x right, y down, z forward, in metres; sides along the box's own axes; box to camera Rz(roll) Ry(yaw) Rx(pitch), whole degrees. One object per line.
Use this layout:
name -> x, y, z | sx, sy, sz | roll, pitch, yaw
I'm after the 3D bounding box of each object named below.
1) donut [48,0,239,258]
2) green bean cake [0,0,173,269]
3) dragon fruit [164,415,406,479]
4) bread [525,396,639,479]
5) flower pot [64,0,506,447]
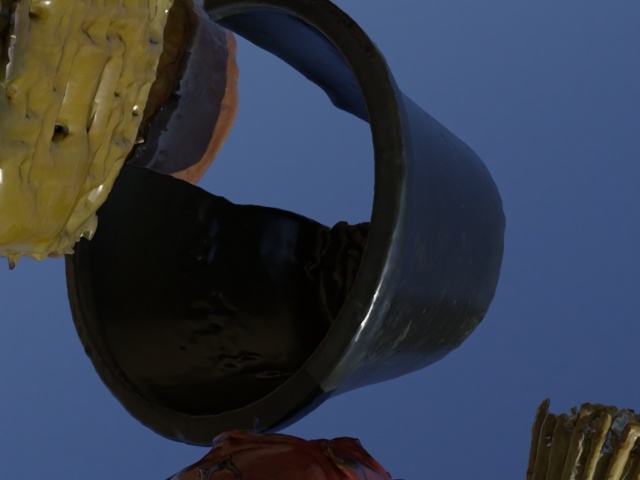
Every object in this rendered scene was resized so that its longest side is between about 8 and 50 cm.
donut -> -0.231, -0.142, 2.003 | 0.299, 0.317, 0.150 | -6, 164, 13
green bean cake -> -0.174, -0.101, 1.065 | 0.131, 0.229, 0.224 | 20, -173, 15
dragon fruit -> -0.023, 0.247, 1.429 | 0.241, 0.241, 0.252 | -12, -158, 37
bread -> 0.320, 0.240, 1.924 | 0.274, 0.274, 0.149 | 20, -93, 61
flower pot -> 0.000, 0.000, 1.664 | 0.379, 0.251, 0.379 | -11, -107, 40
